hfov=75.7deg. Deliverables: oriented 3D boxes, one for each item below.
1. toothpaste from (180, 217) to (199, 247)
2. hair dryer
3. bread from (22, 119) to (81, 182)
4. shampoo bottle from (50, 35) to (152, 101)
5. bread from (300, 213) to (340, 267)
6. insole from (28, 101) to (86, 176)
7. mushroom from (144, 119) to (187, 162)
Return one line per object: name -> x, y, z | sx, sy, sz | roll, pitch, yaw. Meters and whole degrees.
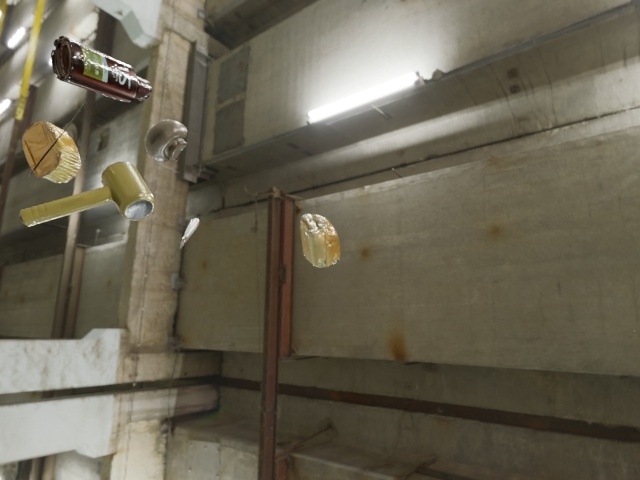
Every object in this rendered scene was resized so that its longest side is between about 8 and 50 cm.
toothpaste -> -0.464, -0.032, 1.458 | 0.052, 0.033, 0.218 | -56, -164, 17
hair dryer -> -0.556, -0.087, 0.991 | 0.135, 0.278, 0.090 | 51, -33, 23
bread -> -0.862, -0.280, 1.328 | 0.132, 0.114, 0.191 | -28, -106, 6
shampoo bottle -> -0.665, -0.513, 1.287 | 0.084, 0.323, 0.129 | -3, -88, 18
bread -> -0.001, 0.000, 1.005 | 0.125, 0.082, 0.106 | -125, -148, -57
insole -> -0.716, -0.278, 1.122 | 0.253, 0.005, 0.086 | -57, -147, -9
mushroom -> -0.635, -0.407, 1.663 | 0.141, 0.117, 0.188 | 41, -81, 14
